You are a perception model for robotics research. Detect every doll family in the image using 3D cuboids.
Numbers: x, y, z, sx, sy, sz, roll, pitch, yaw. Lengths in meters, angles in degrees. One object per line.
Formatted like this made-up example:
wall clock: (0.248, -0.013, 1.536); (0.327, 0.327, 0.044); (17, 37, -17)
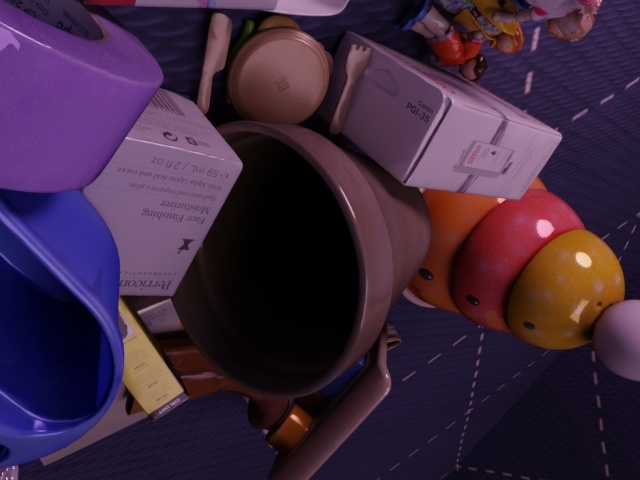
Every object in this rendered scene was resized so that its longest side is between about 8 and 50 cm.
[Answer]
doll family: (0.238, -0.295, 0.723); (0.163, 0.263, 0.118); (30, 75, -23)

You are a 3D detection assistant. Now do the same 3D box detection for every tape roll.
tape roll: (-0.240, -0.150, 0.362); (0.090, 0.275, 0.275); (-51, 144, 14)

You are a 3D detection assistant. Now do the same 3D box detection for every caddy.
caddy: (-0.293, 0.034, 0.412); (0.241, 0.179, 0.341); (-26, 126, 6)

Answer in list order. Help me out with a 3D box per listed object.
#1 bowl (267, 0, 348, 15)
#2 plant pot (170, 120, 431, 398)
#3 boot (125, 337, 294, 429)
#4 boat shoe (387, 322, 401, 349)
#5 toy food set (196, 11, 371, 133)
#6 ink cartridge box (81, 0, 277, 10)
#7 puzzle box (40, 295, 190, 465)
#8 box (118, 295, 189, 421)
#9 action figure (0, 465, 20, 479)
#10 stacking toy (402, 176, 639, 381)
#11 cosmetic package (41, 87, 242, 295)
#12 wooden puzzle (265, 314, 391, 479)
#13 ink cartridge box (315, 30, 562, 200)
bowl: (-0.021, -0.311, 0.592); (0.142, 0.053, 0.142); (-11, 136, -36)
plant pot: (0.000, 0.000, 0.761); (0.280, 0.323, 0.323); (-19, 141, -50)
boot: (-0.166, 0.243, 0.932); (0.280, 0.096, 0.264); (-8, 137, -36)
boat shoe: (0.111, 0.252, 1.326); (0.170, 0.059, 0.063); (-30, 144, -16)
toy food set: (-0.048, -0.195, 0.681); (0.192, 0.038, 0.132); (5, 123, -26)
ink cartridge box: (-0.118, -0.273, 0.460); (0.176, 0.128, 0.127); (-15, 144, -37)
puzzle box: (-0.255, 0.169, 0.892); (0.409, 0.052, 0.272); (-21, 140, -27)
box: (-0.250, 0.110, 0.717); (0.058, 0.087, 0.232); (-33, 114, -14)
action figure: (-0.414, 0.201, 0.568); (0.248, 0.276, 0.370); (-23, 117, 4)
stacking toy: (0.372, 0.061, 0.968); (0.350, 0.480, 0.350); (-15, 123, -25)
cosmetic package: (-0.209, -0.057, 0.601); (0.151, 0.151, 0.184); (6, 124, -45)
wooden puzzle: (0.006, 0.285, 1.118); (0.322, 0.080, 0.348); (-50, -174, 12)
ink cartridge box: (0.161, -0.163, 0.792); (0.283, 0.207, 0.117); (1, 125, -44)
